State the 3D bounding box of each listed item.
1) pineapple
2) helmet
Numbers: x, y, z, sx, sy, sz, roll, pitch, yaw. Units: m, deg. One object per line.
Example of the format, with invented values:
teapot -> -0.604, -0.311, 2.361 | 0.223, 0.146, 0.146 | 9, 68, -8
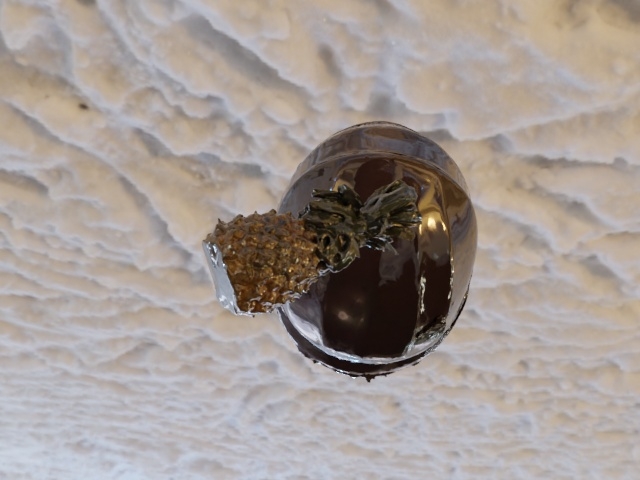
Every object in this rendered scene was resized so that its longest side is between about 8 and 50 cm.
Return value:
pineapple -> 0.000, 0.000, 0.489 | 0.160, 0.074, 0.074 | -21, 157, -22
helmet -> 0.057, 0.019, 0.726 | 0.225, 0.305, 0.177 | 4, -178, 0
